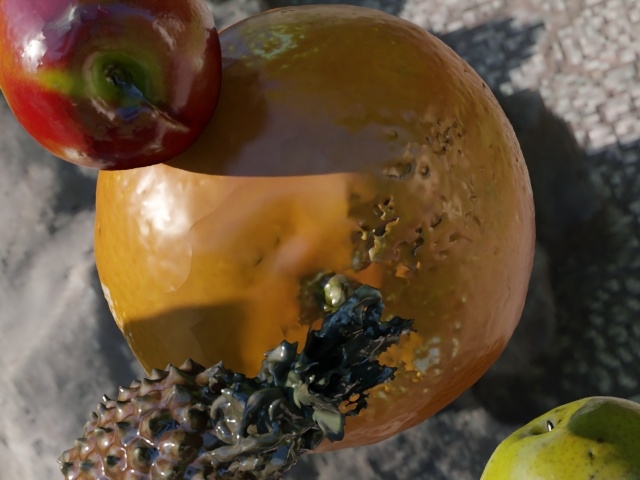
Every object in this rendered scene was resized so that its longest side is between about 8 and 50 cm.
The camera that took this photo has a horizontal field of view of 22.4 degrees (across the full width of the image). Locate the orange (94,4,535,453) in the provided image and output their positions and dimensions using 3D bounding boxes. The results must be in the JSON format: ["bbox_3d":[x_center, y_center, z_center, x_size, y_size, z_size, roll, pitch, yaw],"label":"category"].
[{"bbox_3d":[0.000,0.000,1.483,0.424,0.424,0.326,-25,26,0],"label":"orange"}]

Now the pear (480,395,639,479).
[{"bbox_3d":[0.298,0.309,1.724,0.294,0.294,0.294,-19,31,12],"label":"pear"}]

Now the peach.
[{"bbox_3d":[-0.177,-0.160,1.321,0.196,0.190,0.226,7,21,-18],"label":"peach"}]

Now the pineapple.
[{"bbox_3d":[-0.069,0.144,1.225,0.361,0.175,0.175,-42,16,38],"label":"pineapple"}]
